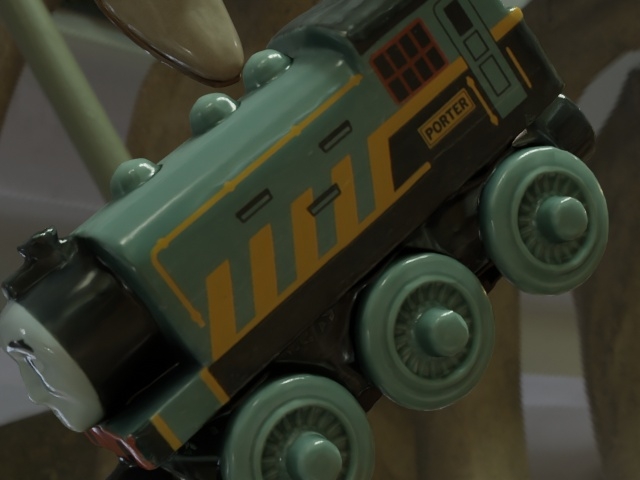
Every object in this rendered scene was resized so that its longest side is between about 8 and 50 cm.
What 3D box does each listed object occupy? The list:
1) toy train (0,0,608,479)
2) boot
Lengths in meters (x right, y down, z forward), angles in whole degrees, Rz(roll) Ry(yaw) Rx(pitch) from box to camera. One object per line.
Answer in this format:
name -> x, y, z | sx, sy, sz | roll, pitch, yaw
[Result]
toy train -> 0.000, 0.000, 0.584 | 0.334, 0.142, 0.190 | -41, -74, -20
boot -> -0.055, -0.122, 0.403 | 0.042, 0.118, 0.087 | -26, -26, -43
